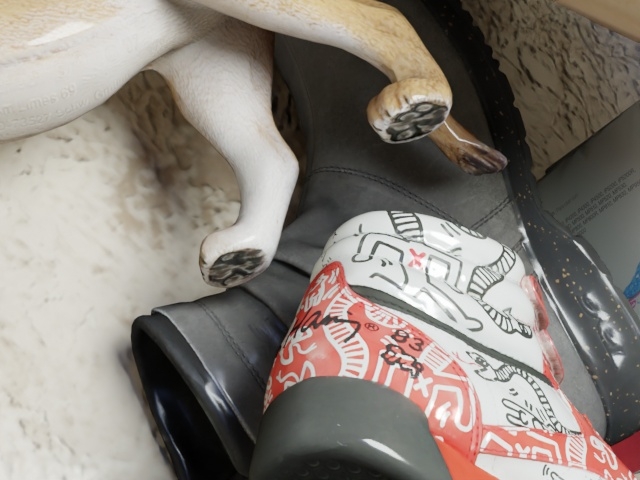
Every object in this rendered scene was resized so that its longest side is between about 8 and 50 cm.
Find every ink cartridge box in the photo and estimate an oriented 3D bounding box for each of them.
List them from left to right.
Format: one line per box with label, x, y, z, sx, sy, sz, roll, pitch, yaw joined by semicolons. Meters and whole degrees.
ink cartridge box;0.213;0.022;0.695;0.128;0.127;0.176;-7;69;-28

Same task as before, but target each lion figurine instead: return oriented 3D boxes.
lion figurine;-0.129;-0.094;0.554;0.392;0.142;0.240;-6;55;-22

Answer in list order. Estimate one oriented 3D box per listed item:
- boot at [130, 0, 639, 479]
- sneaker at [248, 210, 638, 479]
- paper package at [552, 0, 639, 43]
boot;0.000;0.000;0.616;0.222;0.118;0.338;-26;74;-26
sneaker;0.099;0.094;0.518;0.270;0.090;0.145;34;42;-19
paper package;0.148;-0.189;0.598;0.325;0.168;0.309;35;18;37
